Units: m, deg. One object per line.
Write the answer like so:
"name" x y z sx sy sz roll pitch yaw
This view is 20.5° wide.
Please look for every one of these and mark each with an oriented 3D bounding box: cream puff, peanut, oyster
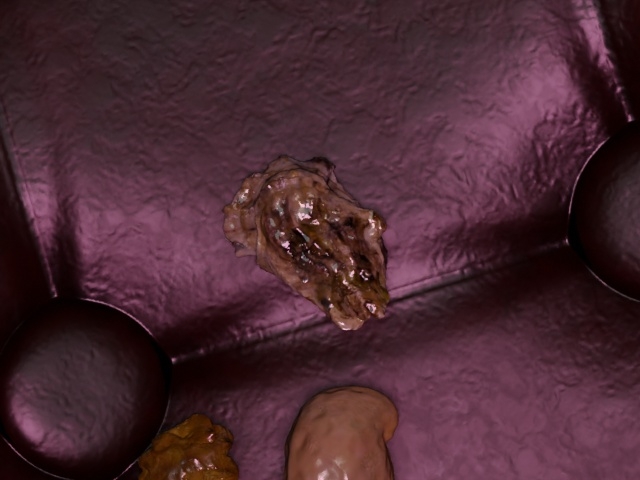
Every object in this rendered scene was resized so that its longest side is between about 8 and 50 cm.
"cream puff" -0.107 0.182 1.426 0.083 0.058 0.083 -2 85 5
"peanut" -0.008 0.240 1.397 0.117 0.101 0.263 25 89 -7
"oyster" 0.002 -0.002 1.435 0.165 0.053 0.108 40 80 11
